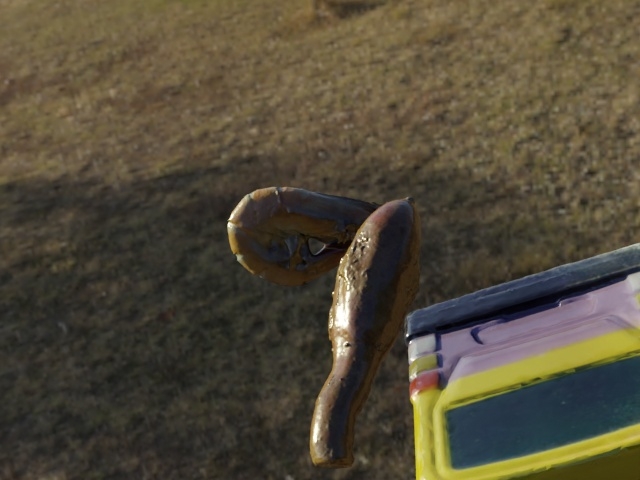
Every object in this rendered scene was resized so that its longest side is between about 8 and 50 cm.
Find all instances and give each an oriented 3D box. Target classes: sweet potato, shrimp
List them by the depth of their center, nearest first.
[{"bbox_3d":[0.055,0.111,1.330,0.109,0.109,0.385,5,63,28],"label":"sweet potato"},{"bbox_3d":[0.000,0.000,1.583,0.287,0.152,0.063,6,6,4],"label":"shrimp"}]

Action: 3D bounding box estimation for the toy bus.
[{"bbox_3d":[0.232,0.257,0.809,0.209,0.440,0.249,-18,27,12],"label":"toy bus"}]
